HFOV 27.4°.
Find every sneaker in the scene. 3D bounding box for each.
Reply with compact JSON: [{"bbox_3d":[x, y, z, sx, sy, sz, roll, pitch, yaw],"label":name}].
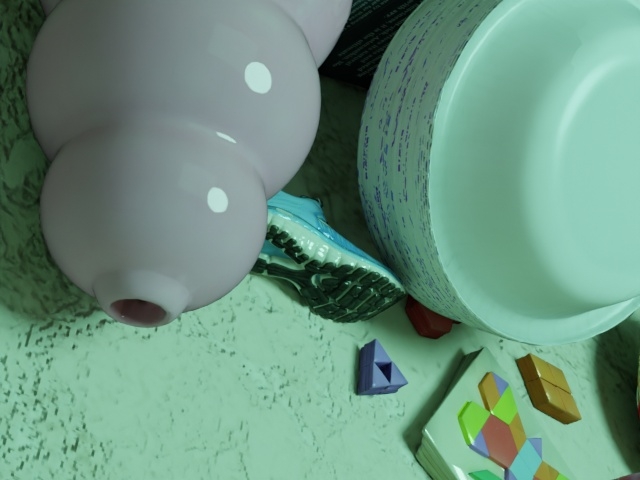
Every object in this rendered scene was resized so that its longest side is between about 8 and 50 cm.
[{"bbox_3d":[0.000,0.000,0.935,0.162,0.063,0.073,33,40,-32],"label":"sneaker"}]

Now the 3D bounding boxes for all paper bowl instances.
[{"bbox_3d":[0.180,-0.062,0.966,0.284,0.148,0.284,-8,104,-33],"label":"paper bowl"}]

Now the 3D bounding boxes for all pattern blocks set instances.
[{"bbox_3d":[0.147,0.179,1.014,0.325,0.026,0.285,46,38,-18],"label":"pattern blocks set"}]

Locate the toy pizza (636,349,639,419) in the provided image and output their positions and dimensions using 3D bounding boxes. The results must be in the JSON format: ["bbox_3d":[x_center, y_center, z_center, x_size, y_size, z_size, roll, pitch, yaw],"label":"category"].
[{"bbox_3d":[0.333,0.155,1.228,0.201,0.032,0.201,22,63,-51],"label":"toy pizza"}]

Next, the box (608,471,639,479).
[{"bbox_3d":[0.221,0.321,0.876,0.154,0.142,0.300,40,47,-25],"label":"box"}]

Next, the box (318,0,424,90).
[{"bbox_3d":[0.074,-0.289,1.131,0.294,0.183,0.296,11,57,-48],"label":"box"}]

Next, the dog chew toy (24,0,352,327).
[{"bbox_3d":[-0.085,-0.104,0.801,0.207,0.207,0.331,29,53,-35],"label":"dog chew toy"}]
